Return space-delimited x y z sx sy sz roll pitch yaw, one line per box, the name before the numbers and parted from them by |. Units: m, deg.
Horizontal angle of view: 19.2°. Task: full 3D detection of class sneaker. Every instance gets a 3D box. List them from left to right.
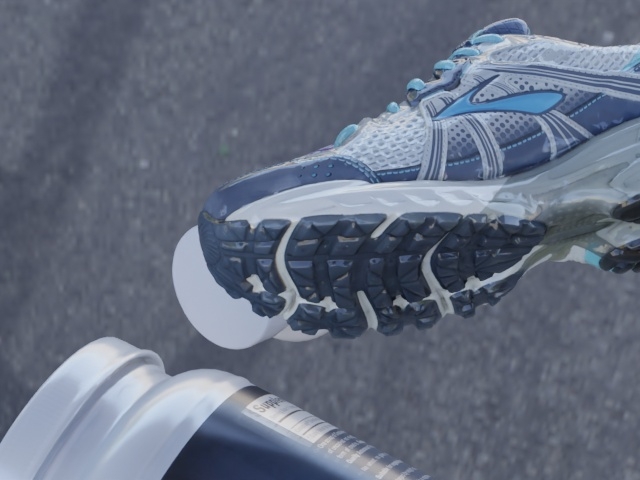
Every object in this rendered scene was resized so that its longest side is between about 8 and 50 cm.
sneaker | 0.073 -0.037 0.900 0.283 0.110 0.122 -9 60 -16

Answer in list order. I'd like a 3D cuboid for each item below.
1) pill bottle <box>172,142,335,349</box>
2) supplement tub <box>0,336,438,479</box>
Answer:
pill bottle | 0.000 0.000 1.190 0.108 0.108 0.193 37 37 23
supplement tub | -0.026 0.181 0.928 0.272 0.191 0.191 26 52 13
